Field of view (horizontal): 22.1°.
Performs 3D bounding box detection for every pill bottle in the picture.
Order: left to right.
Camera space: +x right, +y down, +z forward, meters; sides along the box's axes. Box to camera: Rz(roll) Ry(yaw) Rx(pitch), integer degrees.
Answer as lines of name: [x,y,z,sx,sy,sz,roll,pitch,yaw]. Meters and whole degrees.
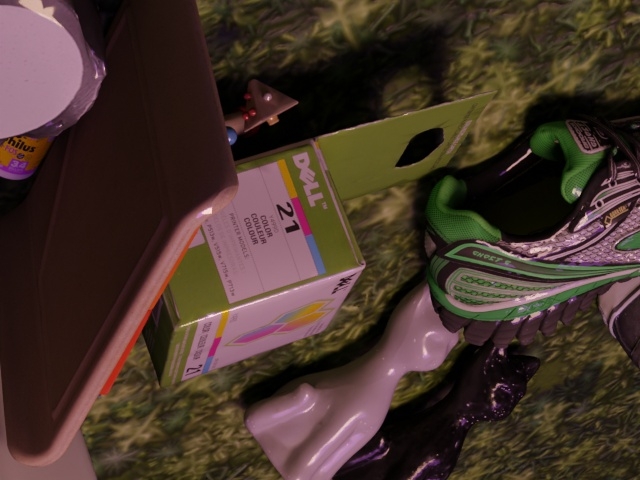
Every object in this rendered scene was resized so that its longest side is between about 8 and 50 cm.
pill bottle: [-0.179,-0.080,1.013,0.043,0.043,0.083,9,131,-38]

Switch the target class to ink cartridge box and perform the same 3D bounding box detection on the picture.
ink cartridge box: [0.000,0.000,1.122,0.255,0.097,0.189,-17,167,-13]

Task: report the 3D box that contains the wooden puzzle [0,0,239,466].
wooden puzzle: [-0.124,-0.015,0.976,0.044,0.221,0.238,17,127,-29]

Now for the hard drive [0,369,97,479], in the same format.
hard drive: [-0.219,0.117,0.966,0.047,0.353,0.233,-37,142,15]

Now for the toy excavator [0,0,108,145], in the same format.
toy excavator: [-0.351,-0.194,0.661,0.445,0.222,0.433,-15,141,-1]

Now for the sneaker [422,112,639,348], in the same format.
sneaker: [0.239,-0.038,1.243,0.344,0.134,0.146,-25,140,-4]

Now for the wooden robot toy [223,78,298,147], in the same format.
wooden robot toy: [-0.095,-0.084,1.054,0.173,0.079,0.076,-24,-176,37]

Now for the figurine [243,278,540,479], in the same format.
figurine: [0.070,0.137,1.403,0.209,0.092,0.215,-42,140,7]

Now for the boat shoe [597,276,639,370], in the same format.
boat shoe: [0.372,0.005,1.398,0.301,0.102,0.108,-42,141,20]
